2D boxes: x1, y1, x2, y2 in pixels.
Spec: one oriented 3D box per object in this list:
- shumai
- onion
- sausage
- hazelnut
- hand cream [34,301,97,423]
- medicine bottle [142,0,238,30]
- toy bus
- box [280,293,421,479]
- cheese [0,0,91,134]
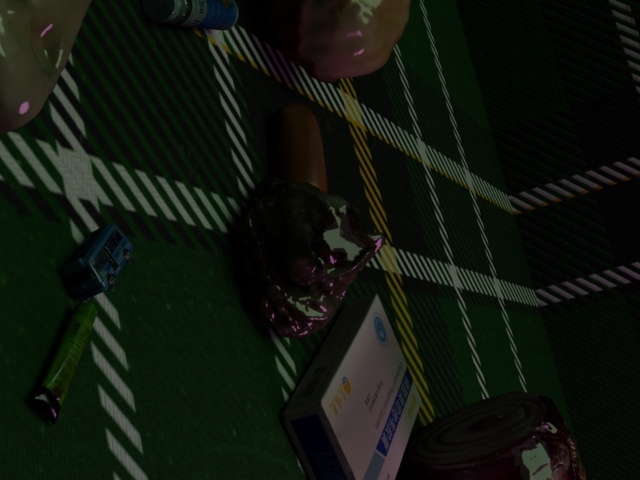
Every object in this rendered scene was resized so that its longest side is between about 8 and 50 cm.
[{"bbox_3d":[0.001,0.004,1.306,0.184,0.185,0.218,61,24,-27],"label":"shumai"},{"bbox_3d":[0.283,0.405,1.582,0.336,0.282,0.260,-49,122,-81],"label":"onion"},{"bbox_3d":[-0.032,-0.121,1.480,0.076,0.076,0.197,42,35,-52],"label":"sausage"},{"bbox_3d":[0.025,-0.389,1.610,0.241,0.261,0.261,96,-20,-80],"label":"hazelnut"},{"bbox_3d":[-0.228,0.106,0.895,0.122,0.023,0.036,-81,157,-47],"label":"hand cream"},{"bbox_3d":[-0.169,-0.309,1.323,0.191,0.051,0.051,-26,97,-68],"label":"medicine bottle"},{"bbox_3d":[-0.217,0.021,0.968,0.046,0.038,0.083,58,24,-21],"label":"toy bus"},{"bbox_3d":[0.056,0.237,1.420,0.200,0.065,0.343,67,22,-14],"label":"box"},{"bbox_3d":[-0.321,-0.308,0.849,0.351,0.129,0.328,59,27,-35],"label":"cheese"}]
